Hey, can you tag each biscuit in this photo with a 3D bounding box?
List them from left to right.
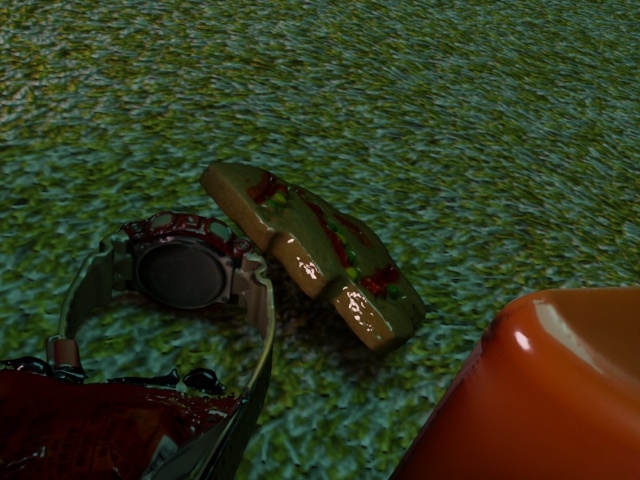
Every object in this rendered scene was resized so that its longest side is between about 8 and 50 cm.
[{"bbox_3d":[0.000,0.000,0.886,0.238,0.041,0.212,35,20,-20],"label":"biscuit"}]

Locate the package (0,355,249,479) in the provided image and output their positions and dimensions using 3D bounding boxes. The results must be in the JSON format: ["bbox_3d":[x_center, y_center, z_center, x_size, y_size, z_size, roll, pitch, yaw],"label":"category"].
[{"bbox_3d":[-0.177,0.143,0.622,0.269,0.071,0.194,1,33,-2],"label":"package"}]

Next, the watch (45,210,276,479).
[{"bbox_3d":[-0.122,0.093,0.753,0.164,0.102,0.268,14,44,5],"label":"watch"}]

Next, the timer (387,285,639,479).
[{"bbox_3d":[0.186,0.147,0.673,0.250,0.257,0.161,11,43,-14],"label":"timer"}]
